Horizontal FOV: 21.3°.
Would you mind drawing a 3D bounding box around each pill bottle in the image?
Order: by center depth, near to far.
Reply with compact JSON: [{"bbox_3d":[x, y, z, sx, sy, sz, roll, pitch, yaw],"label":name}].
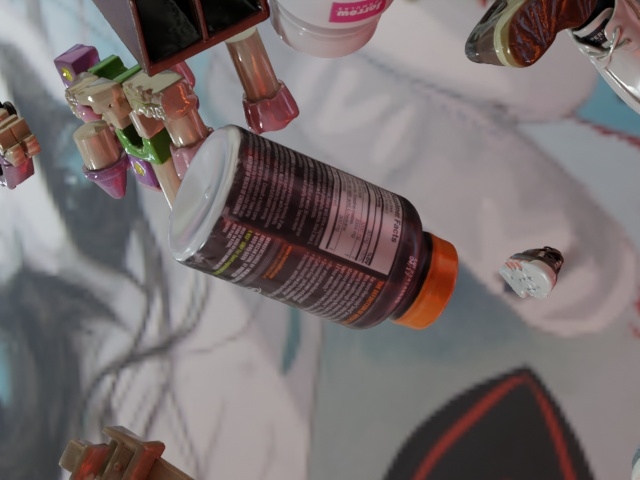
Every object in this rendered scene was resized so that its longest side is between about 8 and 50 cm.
[{"bbox_3d":[0.000,0.000,1.508,0.245,0.130,0.130,23,-172,-22],"label":"pill bottle"},{"bbox_3d":[0.022,-0.338,1.892,0.160,0.283,0.160,4,-120,-6],"label":"pill bottle"}]

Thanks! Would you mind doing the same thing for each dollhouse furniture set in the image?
[{"bbox_3d":[-0.292,0.371,1.834,0.173,0.303,0.355,29,-173,20],"label":"dollhouse furniture set"}]

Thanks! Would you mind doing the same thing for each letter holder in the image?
[{"bbox_3d":[-0.203,-0.365,1.818,0.152,0.214,0.302,-28,-127,-13],"label":"letter holder"}]

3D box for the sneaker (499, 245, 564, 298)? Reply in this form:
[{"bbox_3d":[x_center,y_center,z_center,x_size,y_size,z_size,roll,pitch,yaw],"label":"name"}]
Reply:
[{"bbox_3d":[0.255,0.027,1.997,0.065,0.061,0.158,-40,-176,-6],"label":"sneaker"}]

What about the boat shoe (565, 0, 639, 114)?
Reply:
[{"bbox_3d":[0.317,-0.239,1.881,0.096,0.267,0.088,-27,-177,37],"label":"boat shoe"}]

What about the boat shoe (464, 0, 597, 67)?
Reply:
[{"bbox_3d":[0.150,-0.166,1.200,0.049,0.056,0.152,2,-154,35],"label":"boat shoe"}]

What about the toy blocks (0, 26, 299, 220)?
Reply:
[{"bbox_3d":[-0.208,-0.093,2.051,0.309,0.260,0.288,-37,-146,-25],"label":"toy blocks"}]

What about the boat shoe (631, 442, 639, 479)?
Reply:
[{"bbox_3d":[0.365,0.097,1.375,0.116,0.319,0.099,24,-146,-25],"label":"boat shoe"}]
